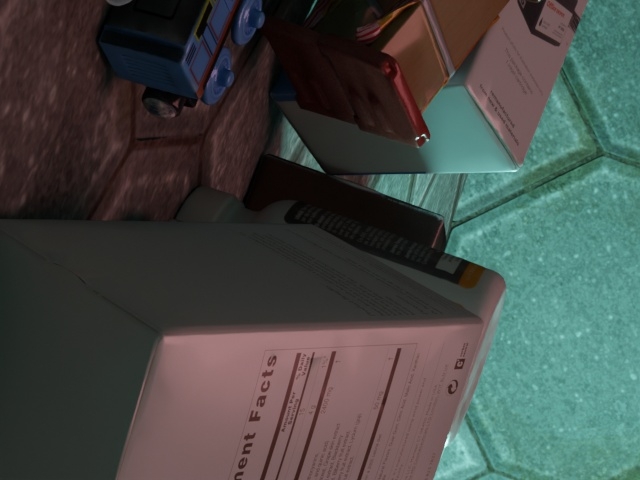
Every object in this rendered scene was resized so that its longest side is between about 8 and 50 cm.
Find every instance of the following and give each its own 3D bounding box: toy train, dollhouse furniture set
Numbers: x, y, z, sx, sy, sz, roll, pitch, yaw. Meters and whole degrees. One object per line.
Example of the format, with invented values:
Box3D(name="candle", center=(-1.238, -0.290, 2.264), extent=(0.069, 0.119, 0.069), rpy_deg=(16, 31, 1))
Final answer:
Box3D(name="toy train", center=(-0.080, -0.174, 1.298), extent=(0.105, 0.080, 0.184), rpy_deg=(70, 40, -66))
Box3D(name="dollhouse furniture set", center=(0.033, -0.280, 1.577), extent=(0.201, 0.152, 0.374), rpy_deg=(-50, 139, -21))

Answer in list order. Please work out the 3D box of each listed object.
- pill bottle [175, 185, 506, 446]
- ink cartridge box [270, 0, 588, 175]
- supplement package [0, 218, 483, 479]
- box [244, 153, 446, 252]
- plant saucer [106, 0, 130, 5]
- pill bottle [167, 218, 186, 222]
Box3D(name="pill bottle", center=(0.005, 0.059, 1.640), extent=(0.162, 0.278, 0.162), rpy_deg=(20, 90, -80))
Box3D(name="ink cartridge box", center=(0.121, -0.219, 1.845), extent=(0.129, 0.223, 0.307), rpy_deg=(52, 50, -39))
Box3D(name="supplement package", center=(-0.071, 0.097, 1.226), extent=(0.293, 0.177, 0.175), rpy_deg=(1, 112, -47))
Box3D(name="box", center=(-0.030, 0.130, 1.874), extent=(0.143, 0.191, 0.381), rpy_deg=(58, 53, -79))
Box3D(name="plant saucer", center=(-0.107, -0.236, 1.130), extent=(0.195, 0.037, 0.195), rpy_deg=(20, 90, -81))
Box3D(name="pill bottle", center=(-0.105, 0.162, 1.490), extent=(0.188, 0.188, 0.334), rpy_deg=(18, 92, -81))
